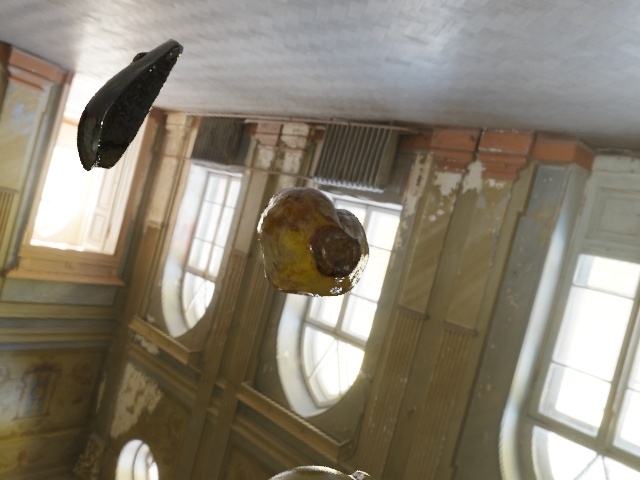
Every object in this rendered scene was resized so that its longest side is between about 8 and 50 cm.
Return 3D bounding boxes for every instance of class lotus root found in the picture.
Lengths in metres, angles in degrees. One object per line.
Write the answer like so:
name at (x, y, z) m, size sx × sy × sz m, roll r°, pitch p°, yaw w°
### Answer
lotus root at (0.001, 0.000, 0.789) m, size 0.188 × 0.199 × 0.180 m, roll -8°, pitch -177°, yaw -17°

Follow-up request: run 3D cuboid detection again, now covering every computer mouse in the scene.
computer mouse at (-0.359, -0.258, 0.841) m, size 0.087 × 0.295 × 0.168 m, roll 33°, pitch 171°, yaw -33°

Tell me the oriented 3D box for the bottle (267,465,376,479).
bottle at (0.001, 0.339, 0.443) m, size 0.171 × 0.172 × 0.351 m, roll 15°, pitch 137°, yaw 18°
